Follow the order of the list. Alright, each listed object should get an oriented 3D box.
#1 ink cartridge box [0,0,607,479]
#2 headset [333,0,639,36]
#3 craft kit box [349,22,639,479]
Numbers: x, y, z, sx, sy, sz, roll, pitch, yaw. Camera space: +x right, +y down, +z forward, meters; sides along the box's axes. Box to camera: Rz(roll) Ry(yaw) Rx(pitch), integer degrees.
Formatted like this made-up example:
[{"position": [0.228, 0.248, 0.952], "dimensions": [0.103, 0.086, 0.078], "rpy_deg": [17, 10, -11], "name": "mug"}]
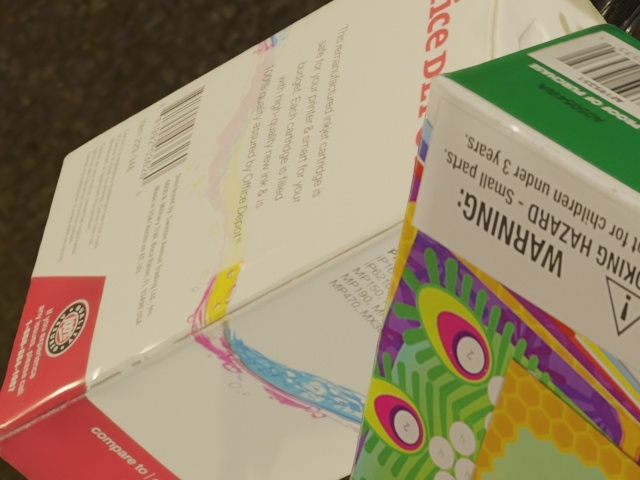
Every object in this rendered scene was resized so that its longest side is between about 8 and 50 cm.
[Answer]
[{"position": [0.000, 0.000, 1.001], "dimensions": [0.306, 0.226, 0.131], "rpy_deg": [-26, 124, 28], "name": "ink cartridge box"}, {"position": [0.113, -0.175, 1.412], "dimensions": [0.243, 0.185, 0.394], "rpy_deg": [15, 87, 9], "name": "headset"}, {"position": [0.099, 0.125, 0.351], "dimensions": [0.250, 0.061, 0.246], "rpy_deg": [34, 130, 36], "name": "craft kit box"}]
